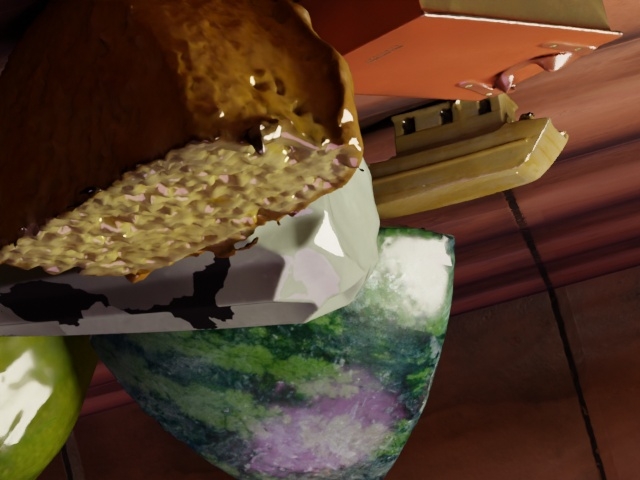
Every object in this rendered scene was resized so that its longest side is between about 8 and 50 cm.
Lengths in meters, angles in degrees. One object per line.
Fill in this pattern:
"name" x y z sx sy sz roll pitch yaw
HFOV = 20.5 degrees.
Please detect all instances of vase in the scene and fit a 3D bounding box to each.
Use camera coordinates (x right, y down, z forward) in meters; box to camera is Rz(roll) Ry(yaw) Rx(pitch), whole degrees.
"vase" -0.145 0.002 1.266 0.360 0.165 0.165 -12 173 20

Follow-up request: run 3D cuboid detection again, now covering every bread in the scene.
"bread" -0.087 -0.066 0.922 0.143 0.139 0.229 -3 166 -43

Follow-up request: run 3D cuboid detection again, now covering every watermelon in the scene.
"watermelon" -0.057 0.087 1.521 0.283 0.250 0.292 14 175 -8

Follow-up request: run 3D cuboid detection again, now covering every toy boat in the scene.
"toy boat" 0.095 -0.071 1.416 0.200 0.077 0.057 -15 160 22

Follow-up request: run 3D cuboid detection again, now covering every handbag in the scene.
"handbag" 0.077 -0.127 1.073 0.190 0.063 0.127 -2 165 -45

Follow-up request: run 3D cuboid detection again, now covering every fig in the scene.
"fig" -0.300 0.114 1.541 0.233 0.233 0.314 -23 -161 46
